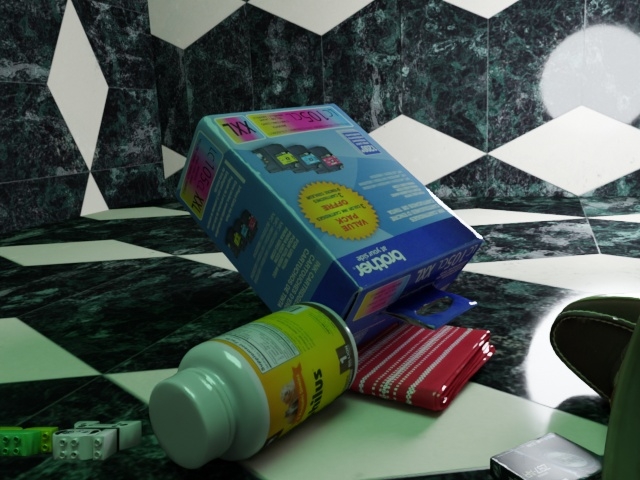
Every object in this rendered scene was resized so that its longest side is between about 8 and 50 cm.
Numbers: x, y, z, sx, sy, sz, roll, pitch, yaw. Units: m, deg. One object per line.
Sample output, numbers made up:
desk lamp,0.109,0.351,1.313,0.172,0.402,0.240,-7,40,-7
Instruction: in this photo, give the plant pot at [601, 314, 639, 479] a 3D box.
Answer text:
plant pot,0.324,0.124,0.253,0.280,0.324,0.323,16,15,10

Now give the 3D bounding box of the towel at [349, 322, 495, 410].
towel,0.067,0.149,0.779,0.274,0.031,0.198,3,14,34

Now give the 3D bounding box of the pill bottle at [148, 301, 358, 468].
pill bottle,-0.063,0.144,0.610,0.117,0.118,0.215,6,14,37

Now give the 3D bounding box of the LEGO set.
LEGO set,-0.269,0.194,0.472,0.227,0.087,0.093,-2,-4,5

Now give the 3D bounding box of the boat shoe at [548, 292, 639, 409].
boat shoe,0.329,0.138,0.554,0.123,0.124,0.342,-6,18,-23

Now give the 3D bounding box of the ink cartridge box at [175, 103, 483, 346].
ink cartridge box,0.029,-0.012,0.824,0.269,0.151,0.395,-19,57,-43

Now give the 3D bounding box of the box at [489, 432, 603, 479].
box,0.201,0.199,0.518,0.083,0.018,0.067,-8,12,-27
